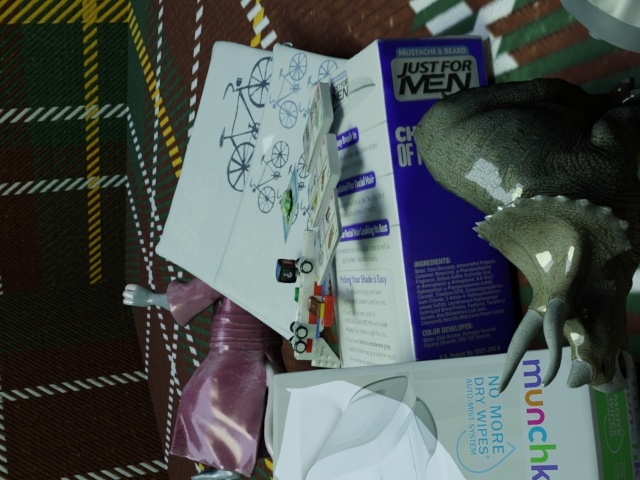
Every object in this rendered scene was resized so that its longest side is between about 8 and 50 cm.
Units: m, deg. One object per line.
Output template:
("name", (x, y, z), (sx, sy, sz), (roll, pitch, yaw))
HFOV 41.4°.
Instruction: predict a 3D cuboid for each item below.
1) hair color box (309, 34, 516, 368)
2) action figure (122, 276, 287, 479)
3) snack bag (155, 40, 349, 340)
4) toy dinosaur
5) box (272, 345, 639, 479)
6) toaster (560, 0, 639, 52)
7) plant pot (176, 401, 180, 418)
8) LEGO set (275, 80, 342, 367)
("hair color box", (0.081, 0.004, 0.770), (0.185, 0.110, 0.338), (173, 89, -72))
("action figure", (-0.108, 0.134, 1.137), (0.276, 0.248, 0.370), (-14, 77, 60))
("snack bag", (-0.082, -0.083, 1.031), (0.342, 0.037, 0.323), (27, 104, 46))
("toy dinosaur", (0.131, -0.056, 0.533), (0.313, 0.160, 0.121), (-119, 30, -46))
("box", (0.096, 0.214, 0.559), (0.231, 0.127, 0.262), (-10, 72, 33))
("toaster", (0.175, -0.193, 0.418), (0.146, 0.129, 0.227), (106, 152, -42))
("plant pot", (-0.137, 0.272, 1.403), (0.165, 0.167, 0.167), (-53, 46, 52))
("LEGO set", (0.000, 0.000, 0.811), (0.244, 0.060, 0.182), (110, 160, -49))
